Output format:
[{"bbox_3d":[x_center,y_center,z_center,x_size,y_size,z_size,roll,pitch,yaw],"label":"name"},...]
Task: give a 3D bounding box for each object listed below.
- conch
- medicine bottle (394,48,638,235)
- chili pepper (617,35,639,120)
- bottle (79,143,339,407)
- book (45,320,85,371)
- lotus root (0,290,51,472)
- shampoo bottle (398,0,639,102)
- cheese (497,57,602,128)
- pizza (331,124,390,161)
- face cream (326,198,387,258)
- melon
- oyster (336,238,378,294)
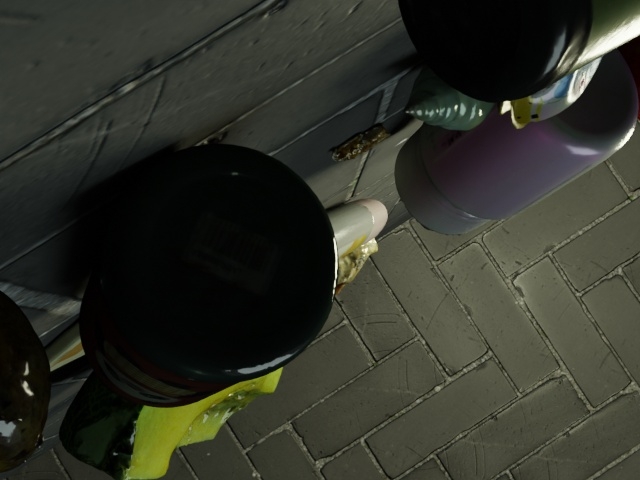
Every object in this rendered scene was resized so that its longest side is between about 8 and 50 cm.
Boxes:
[{"bbox_3d":[0.109,-0.135,0.774,0.065,0.088,0.180,14,-149,28],"label":"conch"},{"bbox_3d":[0.187,-0.106,0.983,0.152,0.152,0.254,-30,176,-30],"label":"medicine bottle"},{"bbox_3d":[0.426,-0.217,0.944,0.305,0.229,0.251,-37,-150,42],"label":"chili pepper"},{"bbox_3d":[-0.100,0.050,0.706,0.144,0.144,0.336,-31,176,-22],"label":"bottle"},{"bbox_3d":[-0.172,0.058,1.079,0.208,0.020,0.295,-36,175,36],"label":"book"},{"bbox_3d":[-0.201,0.077,0.495,0.120,0.120,0.209,-31,174,-27],"label":"lotus root"},{"bbox_3d":[0.169,-0.166,0.503,0.283,0.101,0.101,-30,175,-30],"label":"shampoo bottle"},{"bbox_3d":[0.212,-0.179,0.800,0.250,0.064,0.157,-45,155,-41],"label":"cheese"},{"bbox_3d":[0.040,-0.094,0.938,0.083,0.016,0.037,-27,167,-40],"label":"pizza"},{"bbox_3d":[0.000,0.000,1.342,0.107,0.073,0.269,-26,-179,29],"label":"face cream"},{"bbox_3d":[-0.203,0.207,1.334,0.331,0.226,0.343,-22,166,18],"label":"melon"},{"bbox_3d":[-0.043,0.075,1.709,0.275,0.100,0.271,-36,-168,-13],"label":"oyster"}]
